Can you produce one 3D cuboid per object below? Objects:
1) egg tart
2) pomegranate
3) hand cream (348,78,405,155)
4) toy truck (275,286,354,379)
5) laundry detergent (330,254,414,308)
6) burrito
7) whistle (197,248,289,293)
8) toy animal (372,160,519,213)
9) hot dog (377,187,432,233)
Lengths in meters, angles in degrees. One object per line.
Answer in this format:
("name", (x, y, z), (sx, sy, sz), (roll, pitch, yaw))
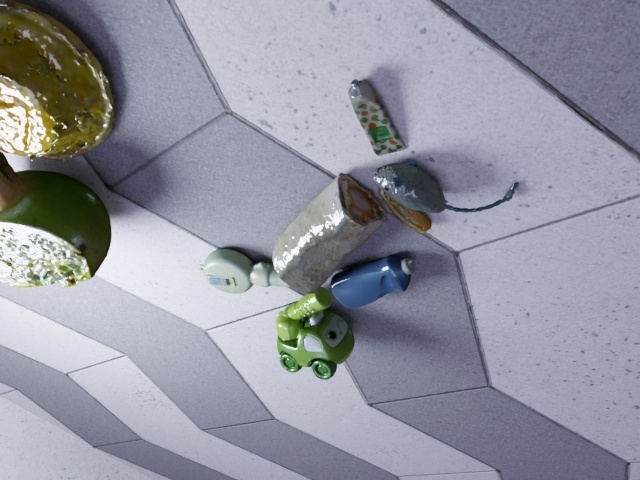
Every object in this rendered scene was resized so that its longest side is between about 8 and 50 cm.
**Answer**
("egg tart", (-0.532, -0.257, 1.019), (0.340, 0.132, 0.342), (7, 138, 7))
("pomegranate", (-0.602, -0.063, 1.203), (0.309, 0.216, 0.359), (0, 135, 14))
("hand cream", (0.089, -0.202, 0.958), (0.057, 0.037, 0.165), (-8, 140, 27))
("toy truck", (-0.028, 0.217, 1.394), (0.186, 0.148, 0.211), (-14, 111, 36))
("laundry detergent", (0.121, 0.083, 1.243), (0.206, 0.061, 0.097), (-26, 116, 38))
("burrito", (0.004, 0.001, 1.158), (0.143, 0.105, 0.299), (26, 137, -17))
("whistle", (-0.165, 0.079, 1.332), (0.257, 0.067, 0.126), (4, 139, 11))
("toy animal", (0.215, -0.082, 1.019), (0.252, 0.070, 0.079), (13, 148, 2))
("hot dog", (0.157, -0.061, 1.090), (0.137, 0.028, 0.044), (37, 110, -25))
